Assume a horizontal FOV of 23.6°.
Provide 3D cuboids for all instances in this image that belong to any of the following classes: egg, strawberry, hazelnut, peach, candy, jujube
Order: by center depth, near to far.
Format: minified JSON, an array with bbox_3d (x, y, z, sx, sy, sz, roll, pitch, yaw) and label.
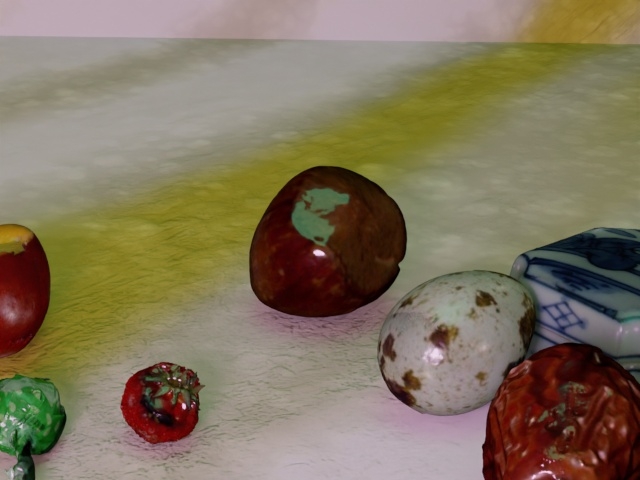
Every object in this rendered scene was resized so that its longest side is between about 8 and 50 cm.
[{"bbox_3d":[0.270,0.222,1.672,0.197,0.197,0.290,9,23,13],"label":"jujube"},{"bbox_3d":[-0.324,0.258,1.677,0.097,0.097,0.323,-2,31,-11],"label":"candy"},{"bbox_3d":[-0.190,0.196,1.813,0.106,0.106,0.106,3,23,-1],"label":"strawberry"},{"bbox_3d":[0.174,0.121,1.908,0.231,0.169,0.169,-34,40,-30],"label":"egg"},{"bbox_3d":[-0.428,0.073,1.983,0.158,0.154,0.267,-1,12,12],"label":"peach"},{"bbox_3d":[0.000,0.000,2.143,0.218,0.218,0.234,23,30,38],"label":"hazelnut"}]

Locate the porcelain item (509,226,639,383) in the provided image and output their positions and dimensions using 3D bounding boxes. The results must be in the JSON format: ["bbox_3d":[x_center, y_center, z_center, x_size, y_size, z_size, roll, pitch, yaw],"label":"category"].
[{"bbox_3d":[0.405,0.099,2.025,0.286,0.157,0.281,-16,31,-37],"label":"porcelain item"}]
